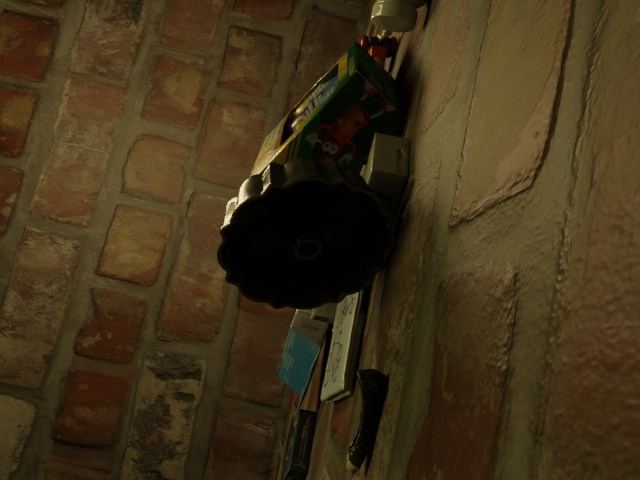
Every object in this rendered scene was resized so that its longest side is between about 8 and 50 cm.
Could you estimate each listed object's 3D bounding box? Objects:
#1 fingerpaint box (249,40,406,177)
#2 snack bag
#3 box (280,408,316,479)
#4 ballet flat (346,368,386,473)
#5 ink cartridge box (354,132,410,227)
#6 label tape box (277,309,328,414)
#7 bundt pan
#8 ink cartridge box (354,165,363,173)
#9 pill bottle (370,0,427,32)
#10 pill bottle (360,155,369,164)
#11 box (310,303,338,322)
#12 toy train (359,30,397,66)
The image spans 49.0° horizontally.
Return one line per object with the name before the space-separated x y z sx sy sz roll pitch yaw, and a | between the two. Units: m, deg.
fingerpaint box | 0.013 -0.280 1.746 0.371 0.163 0.445 -44 15 19
snack bag | 0.063 0.197 1.618 0.323 0.037 0.343 112 169 -71
box | -0.069 0.630 2.107 0.233 0.059 0.184 108 173 -58
ballet flat | 0.063 0.283 1.107 0.057 0.049 0.173 -95 17 -83
ink cartridge box | 0.120 -0.108 1.409 0.127 0.072 0.175 -80 3 -46
label tape box | -0.048 0.310 2.124 0.348 0.115 0.249 -66 -6 -48
bundt pan | -0.032 -0.024 1.312 0.124 0.330 0.331 -102 20 -45
ink cartridge box | 0.091 -0.255 2.118 0.193 0.088 0.235 142 149 -84
pill bottle | 0.185 -0.599 1.559 0.136 0.136 0.246 174 108 -87
pill bottle | 0.117 -0.255 1.939 0.152 0.086 0.086 144 138 -86
box | 0.027 0.169 1.906 0.101 0.087 0.102 113 168 -75
toy train | 0.168 -0.522 2.034 0.248 0.105 0.144 -137 49 -86
